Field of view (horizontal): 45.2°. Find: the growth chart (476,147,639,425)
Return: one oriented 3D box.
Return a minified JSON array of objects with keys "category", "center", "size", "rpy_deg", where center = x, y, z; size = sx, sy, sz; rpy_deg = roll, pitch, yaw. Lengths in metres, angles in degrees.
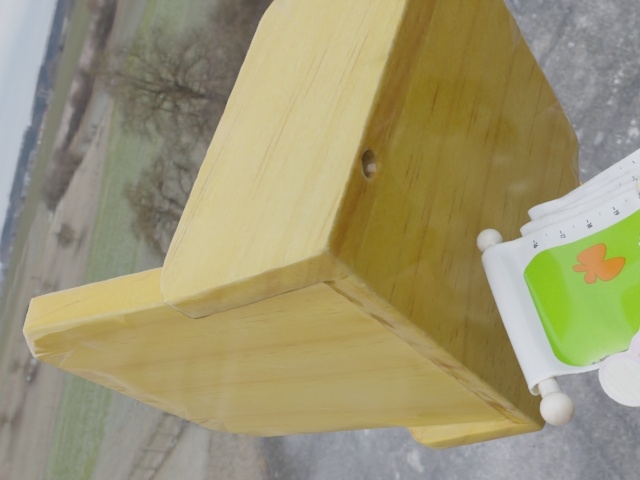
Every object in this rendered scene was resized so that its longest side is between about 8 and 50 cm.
[{"category":"growth chart","center":[0.192,-0.013,0.403],"size":[0.237,0.021,0.172],"rpy_deg":[-35,32,10]}]

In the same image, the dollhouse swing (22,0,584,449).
[{"category":"dollhouse swing","center":[0.000,0.000,0.621],"size":[0.304,0.347,0.315],"rpy_deg":[3,66,38]}]
